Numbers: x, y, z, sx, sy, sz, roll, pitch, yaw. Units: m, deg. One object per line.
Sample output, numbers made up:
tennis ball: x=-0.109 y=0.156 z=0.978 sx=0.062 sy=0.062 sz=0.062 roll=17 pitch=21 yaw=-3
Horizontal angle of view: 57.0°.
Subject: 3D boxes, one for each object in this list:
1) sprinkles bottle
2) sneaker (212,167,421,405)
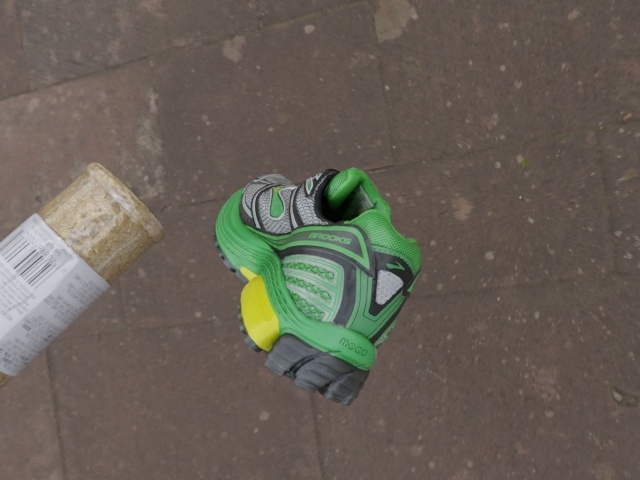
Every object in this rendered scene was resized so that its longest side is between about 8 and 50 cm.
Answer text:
sprinkles bottle: x=-0.335 y=0.073 z=0.639 sx=0.121 sy=0.121 sz=0.355 roll=41 pitch=75 yaw=12
sneaker: x=0.000 y=0.000 z=0.543 sx=0.134 sy=0.343 sz=0.146 roll=33 pitch=98 yaw=-26
